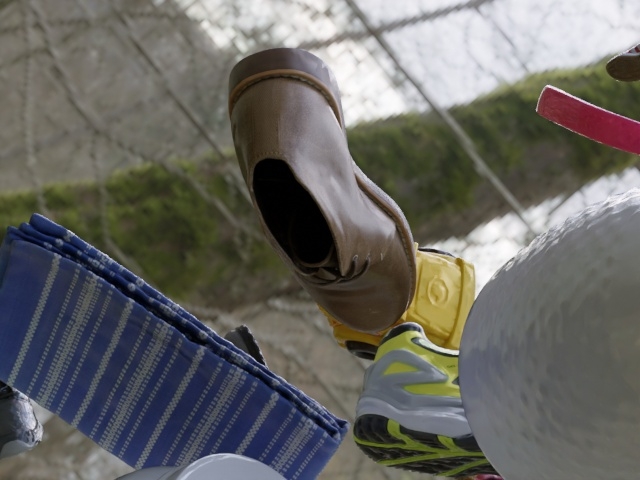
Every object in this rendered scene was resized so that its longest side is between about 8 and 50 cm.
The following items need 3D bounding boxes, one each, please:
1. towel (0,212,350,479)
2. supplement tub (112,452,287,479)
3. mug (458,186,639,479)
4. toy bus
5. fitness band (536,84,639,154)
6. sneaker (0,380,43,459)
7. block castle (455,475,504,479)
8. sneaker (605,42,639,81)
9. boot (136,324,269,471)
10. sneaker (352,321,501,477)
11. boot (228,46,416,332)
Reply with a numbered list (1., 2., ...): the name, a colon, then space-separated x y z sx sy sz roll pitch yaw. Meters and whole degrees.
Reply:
1. towel: -0.156 0.136 1.354 0.336 0.040 0.243 34 -41 3
2. supplement tub: -0.160 0.327 1.256 0.235 0.325 0.235 32 41 -33
3. mug: 0.307 0.043 1.289 0.276 0.374 0.328 20 -18 -7
4. toy bus: 0.069 0.072 2.103 0.220 0.149 0.211 -5 -21 43
5. fitness band: 0.423 -0.157 2.139 0.209 0.054 0.291 17 10 -22
6. sneaker: -0.441 0.202 2.039 0.267 0.101 0.106 -138 -146 -59
7. block castle: 0.388 0.348 1.930 0.453 0.213 0.303 19 31 -3
8. sneaker: 0.413 -0.242 1.916 0.042 0.067 0.118 46 -34 -18
9. boot: -0.165 0.305 2.224 0.118 0.222 0.338 -171 -110 -82
10. sneaker: 0.230 0.179 1.600 0.384 0.147 0.145 14 -28 -11
11. boot: 0.000 0.000 1.153 0.305 0.112 0.115 62 20 -50
